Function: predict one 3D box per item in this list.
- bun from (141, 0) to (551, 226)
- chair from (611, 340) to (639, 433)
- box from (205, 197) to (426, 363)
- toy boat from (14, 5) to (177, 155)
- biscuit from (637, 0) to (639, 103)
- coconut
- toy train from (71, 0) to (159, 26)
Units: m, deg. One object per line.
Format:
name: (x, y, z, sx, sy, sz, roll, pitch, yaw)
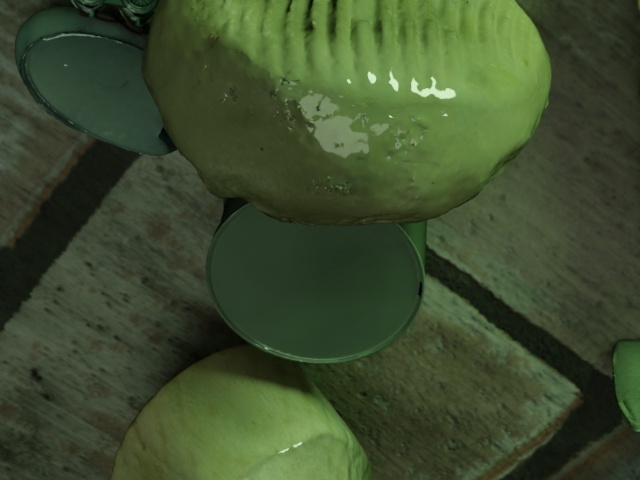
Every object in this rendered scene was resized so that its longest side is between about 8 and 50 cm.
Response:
bun: (0.027, -0.133, 1.077, 0.361, 0.326, 0.235, -4, 125, -20)
chair: (0.504, 0.126, 1.321, 0.319, 0.160, 0.186, 9, 129, -2)
box: (0.000, 0.000, 1.279, 0.226, 0.149, 0.226, 3, 125, 4)
toy boat: (-0.216, -0.173, 1.245, 0.207, 0.079, 0.134, 23, 129, -23)
biscuit: (0.499, -0.188, 1.143, 0.446, 0.104, 0.429, -13, 122, 16)
coconut: (-0.100, 0.265, 1.400, 0.328, 0.329, 0.329, 2, 124, 4)
toy train: (-0.172, -0.269, 1.156, 0.175, 0.074, 0.118, 6, 92, -10)
